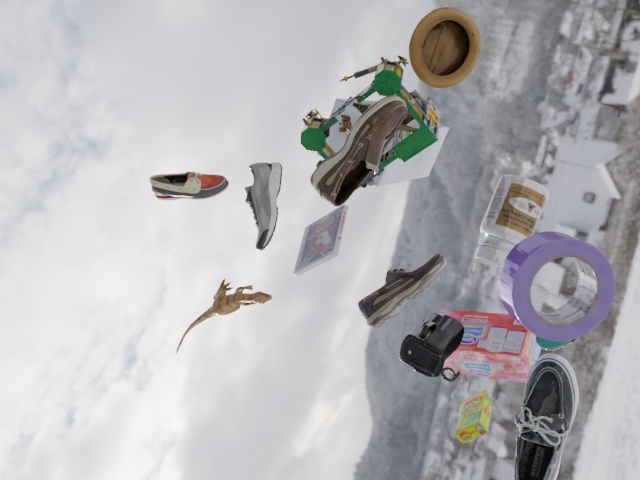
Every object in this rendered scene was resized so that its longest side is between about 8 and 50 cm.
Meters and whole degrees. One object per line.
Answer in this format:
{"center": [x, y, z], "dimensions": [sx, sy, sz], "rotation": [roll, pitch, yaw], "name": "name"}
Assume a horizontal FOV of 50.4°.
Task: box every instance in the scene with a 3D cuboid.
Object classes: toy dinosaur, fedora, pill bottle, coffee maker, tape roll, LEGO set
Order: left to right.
{"center": [-0.191, 0.126, 1.303], "dimensions": [0.064, 0.212, 0.112], "rotation": [58, -161, -13], "name": "toy dinosaur"}
{"center": [0.124, -0.283, 1.596], "dimensions": [0.331, 0.255, 0.192], "rotation": [-42, 17, 30], "name": "LEGO set"}
{"center": [0.329, 0.299, 1.894], "dimensions": [0.178, 0.171, 0.120], "rotation": [-30, -16, -52], "name": "coffee maker"}
{"center": [0.299, -0.475, 1.686], "dimensions": [0.079, 0.195, 0.194], "rotation": [-133, 55, -76], "name": "fedora"}
{"center": [0.487, -0.043, 1.756], "dimensions": [0.229, 0.131, 0.131], "rotation": [-67, -15, -3], "name": "pill bottle"}
{"center": [0.428, 0.082, 1.240], "dimensions": [0.080, 0.189, 0.188], "rotation": [-115, 38, -79], "name": "tape roll"}

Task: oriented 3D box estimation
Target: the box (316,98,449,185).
{"center": [0.186, -0.287, 1.947], "dimensions": [0.345, 0.215, 0.168], "rotation": [-15, -49, -57], "name": "box"}

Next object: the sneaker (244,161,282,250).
{"center": [-0.178, -0.103, 2.032], "dimensions": [0.100, 0.108, 0.271], "rotation": [147, 127, -77], "name": "sneaker"}

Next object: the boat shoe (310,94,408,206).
{"center": [0.095, -0.172, 1.380], "dimensions": [0.257, 0.095, 0.095], "rotation": [-49, -36, 19], "name": "boat shoe"}

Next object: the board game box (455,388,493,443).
{"center": [0.480, 0.544, 2.117], "dimensions": [0.092, 0.043, 0.181], "rotation": [-37, 5, 28], "name": "board game box"}

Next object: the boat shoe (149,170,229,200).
{"center": [-0.229, -0.100, 1.189], "dimensions": [0.049, 0.137, 0.043], "rotation": [-87, -10, -46], "name": "boat shoe"}

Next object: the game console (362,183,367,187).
{"center": [0.107, -0.228, 2.342], "dimensions": [0.071, 0.122, 0.107], "rotation": [114, 177, -60], "name": "game console"}

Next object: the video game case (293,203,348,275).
{"center": [0.000, 0.000, 2.071], "dimensions": [0.201, 0.023, 0.183], "rotation": [-29, 38, 45], "name": "video game case"}

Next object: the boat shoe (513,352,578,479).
{"center": [0.455, 0.390, 1.413], "dimensions": [0.105, 0.113, 0.306], "rotation": [-4, -72, -61], "name": "boat shoe"}

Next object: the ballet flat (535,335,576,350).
{"center": [0.654, 0.199, 1.736], "dimensions": [0.077, 0.091, 0.241], "rotation": [-6, -36, -45], "name": "ballet flat"}

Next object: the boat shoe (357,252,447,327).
{"center": [0.275, 0.151, 2.341], "dimensions": [0.355, 0.130, 0.132], "rotation": [-39, -19, -3], "name": "boat shoe"}

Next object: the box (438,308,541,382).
{"center": [0.497, 0.319, 2.069], "dimensions": [0.142, 0.300, 0.154], "rotation": [60, -134, -36], "name": "box"}
